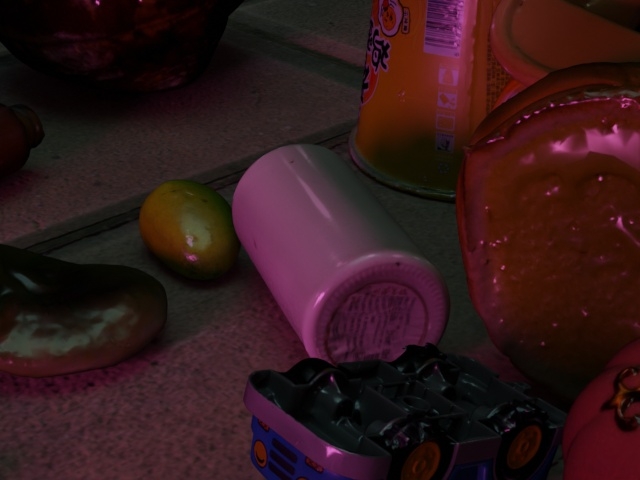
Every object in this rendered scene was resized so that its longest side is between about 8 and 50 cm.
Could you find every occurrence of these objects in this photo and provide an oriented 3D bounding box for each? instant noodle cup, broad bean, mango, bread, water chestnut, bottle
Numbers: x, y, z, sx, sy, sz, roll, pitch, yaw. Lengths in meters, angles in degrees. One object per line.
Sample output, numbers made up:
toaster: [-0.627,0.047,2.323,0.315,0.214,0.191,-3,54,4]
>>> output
instant noodle cup: [0.152,-0.176,1.080,0.265,0.200,0.264,-2,27,1]
broad bean: [-0.213,0.046,0.815,0.207,0.072,0.153,6,28,-14]
mango: [-0.101,-0.008,0.917,0.073,0.056,0.108,-14,43,-17]
bread: [0.188,0.002,0.708,0.236,0.236,0.070,12,30,22]
water chestnut: [-0.220,-0.330,1.239,0.335,0.346,0.335,-7,33,5]
bottle: [0.000,0.000,0.845,0.104,0.104,0.245,-9,30,-16]

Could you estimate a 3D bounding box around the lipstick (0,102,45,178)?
lipstick: [-0.380,-0.020,0.913,0.077,0.077,0.418,17,33,30]

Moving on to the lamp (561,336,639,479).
lamp: [0.213,0.119,0.594,0.182,0.140,0.182,-16,30,9]

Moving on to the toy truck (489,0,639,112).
toy truck: [0.246,-0.094,0.850,0.288,0.211,0.204,-37,38,-7]

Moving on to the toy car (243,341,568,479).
toy car: [0.045,0.119,0.638,0.191,0.100,0.097,2,19,-43]
